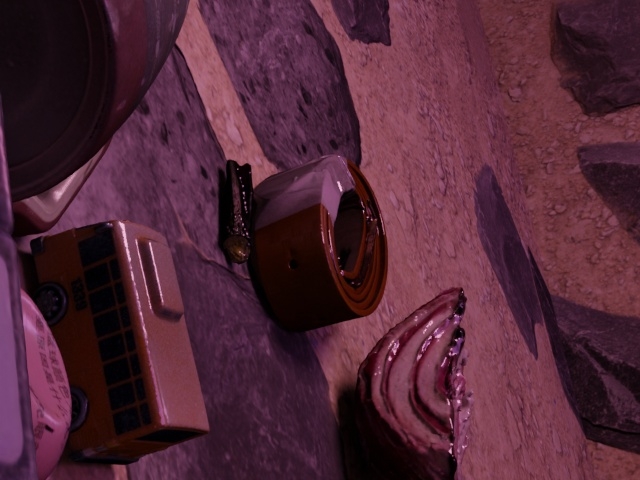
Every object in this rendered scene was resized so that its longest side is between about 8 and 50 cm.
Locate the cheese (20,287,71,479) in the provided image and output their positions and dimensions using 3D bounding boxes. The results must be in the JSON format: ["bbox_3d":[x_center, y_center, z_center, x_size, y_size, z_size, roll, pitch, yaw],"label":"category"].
[{"bbox_3d":[-0.222,0.076,0.759,0.286,0.074,0.188,56,12,-72],"label":"cheese"}]

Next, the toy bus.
[{"bbox_3d":[-0.156,0.074,0.959,0.091,0.103,0.182,26,46,-64],"label":"toy bus"}]

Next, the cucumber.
[{"bbox_3d":[-0.090,-0.033,1.354,0.034,0.033,0.134,104,-12,-46],"label":"cucumber"}]

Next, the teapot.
[{"bbox_3d":[-0.207,-0.153,0.909,0.312,0.233,0.314,-63,163,-61],"label":"teapot"}]

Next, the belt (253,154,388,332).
[{"bbox_3d":[0.000,0.000,1.459,0.184,0.105,0.261,62,23,-24],"label":"belt"}]

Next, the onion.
[{"bbox_3d":[0.117,0.241,1.497,0.314,0.146,0.280,-87,174,-50],"label":"onion"}]

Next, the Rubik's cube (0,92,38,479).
[{"bbox_3d":[-0.301,-0.036,0.377,0.305,0.301,0.303,30,43,-60],"label":"Rubik's cube"}]
